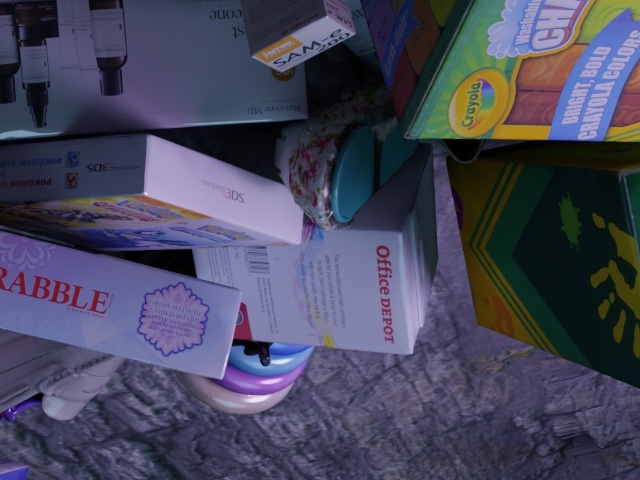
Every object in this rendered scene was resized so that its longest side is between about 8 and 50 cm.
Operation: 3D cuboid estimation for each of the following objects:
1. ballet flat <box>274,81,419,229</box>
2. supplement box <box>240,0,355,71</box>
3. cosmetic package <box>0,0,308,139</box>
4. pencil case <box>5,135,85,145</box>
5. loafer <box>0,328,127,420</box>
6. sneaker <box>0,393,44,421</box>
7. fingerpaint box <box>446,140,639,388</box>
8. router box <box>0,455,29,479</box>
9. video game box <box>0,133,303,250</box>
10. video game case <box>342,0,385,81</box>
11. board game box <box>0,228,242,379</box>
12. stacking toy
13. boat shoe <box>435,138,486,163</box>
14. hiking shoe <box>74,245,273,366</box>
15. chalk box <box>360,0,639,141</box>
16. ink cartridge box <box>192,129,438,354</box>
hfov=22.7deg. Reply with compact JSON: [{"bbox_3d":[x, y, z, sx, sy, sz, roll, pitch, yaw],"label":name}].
[{"bbox_3d":[0.010,-0.063,1.165,0.077,0.091,0.241,11,-164,15],"label":"ballet flat"},{"bbox_3d":[-0.019,-0.168,1.036,0.062,0.098,0.036,-24,155,29],"label":"supplement box"},{"bbox_3d":[-0.131,-0.121,1.078,0.239,0.099,0.060,-6,-174,-14],"label":"cosmetic package"},{"bbox_3d":[-0.214,-0.070,1.224,0.070,0.064,0.152,-9,158,-9],"label":"pencil case"},{"bbox_3d":[-0.246,0.116,1.553,0.319,0.111,0.112,-16,-173,24],"label":"loafer"},{"bbox_3d":[-0.352,0.159,1.696,0.169,0.071,0.068,-2,156,-20],"label":"sneaker"},{"bbox_3d":[0.369,-0.028,1.221,0.444,0.163,0.371,-13,-173,-12],"label":"fingerpaint box"},{"bbox_3d":[-0.461,0.204,1.438,0.301,0.082,0.335,18,179,9],"label":"router box"},{"bbox_3d":[-0.140,-0.029,1.135,0.187,0.048,0.205,-5,169,29],"label":"video game box"},{"bbox_3d":[0.133,-0.178,1.182,0.227,0.026,0.206,-21,156,19],"label":"video game case"},{"bbox_3d":[-0.241,0.023,1.155,0.318,0.066,0.318,15,177,-14],"label":"board game box"},{"bbox_3d":[-0.027,0.032,1.502,0.141,0.141,0.330,2,147,-28],"label":"stacking toy"},{"bbox_3d":[0.104,-0.115,1.192,0.066,0.066,0.183,-16,158,8],"label":"boat shoe"},{"bbox_3d":[-0.131,0.047,1.402,0.226,0.114,0.086,9,131,20],"label":"hiking shoe"},{"bbox_3d":[0.126,-0.178,0.940,0.289,0.179,0.180,-2,145,-20],"label":"chalk box"},{"bbox_3d":[0.000,0.000,1.292,0.176,0.127,0.128,5,129,14],"label":"ink cartridge box"}]
